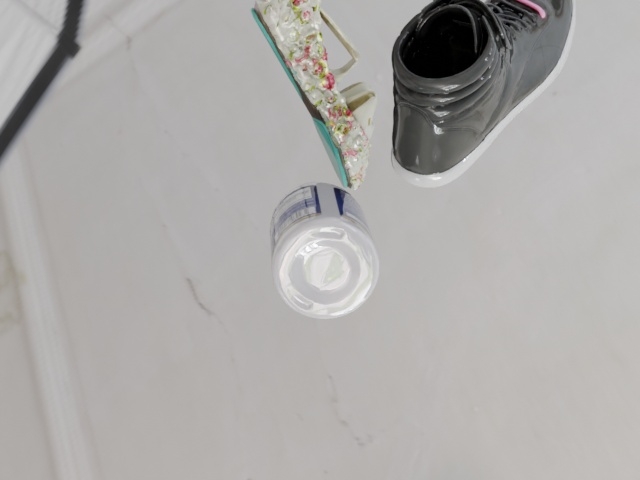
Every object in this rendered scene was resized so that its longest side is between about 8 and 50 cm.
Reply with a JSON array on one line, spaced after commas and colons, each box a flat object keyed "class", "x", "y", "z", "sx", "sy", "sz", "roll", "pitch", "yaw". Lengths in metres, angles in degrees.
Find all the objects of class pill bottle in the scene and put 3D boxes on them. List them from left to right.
[{"class": "pill bottle", "x": 0.000, "y": 0.000, "z": 0.971, "sx": 0.094, "sy": 0.094, "sz": 0.169, "roll": -40, "pitch": -164, "yaw": 10}]

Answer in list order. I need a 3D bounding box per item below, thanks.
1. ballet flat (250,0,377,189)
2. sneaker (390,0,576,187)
[{"class": "ballet flat", "x": 0.012, "y": -0.153, "z": 1.044, "sx": 0.077, "sy": 0.241, "sz": 0.091, "roll": -28, "pitch": -143, "yaw": 1}, {"class": "sneaker", "x": 0.164, "y": -0.195, "z": 0.990, "sx": 0.105, "sy": 0.147, "sz": 0.295, "roll": 28, "pitch": -116, "yaw": 22}]
